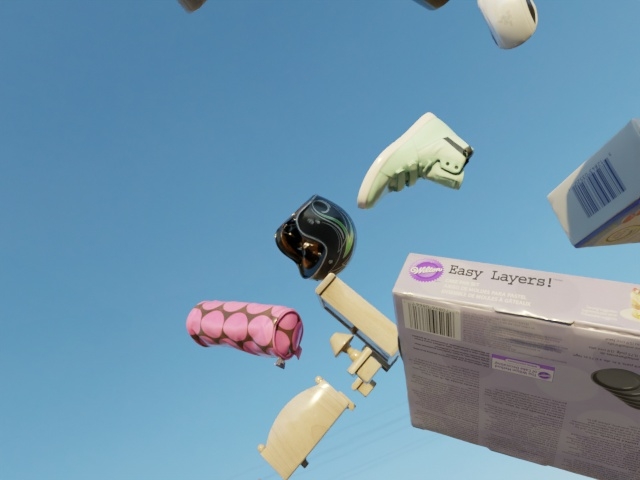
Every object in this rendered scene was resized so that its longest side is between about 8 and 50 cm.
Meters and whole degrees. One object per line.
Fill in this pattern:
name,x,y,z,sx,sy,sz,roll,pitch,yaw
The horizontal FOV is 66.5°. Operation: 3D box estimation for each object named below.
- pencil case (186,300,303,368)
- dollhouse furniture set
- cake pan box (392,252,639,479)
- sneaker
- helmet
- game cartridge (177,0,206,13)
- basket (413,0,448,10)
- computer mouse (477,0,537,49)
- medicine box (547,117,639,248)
pencil case,-0.132,0.159,0.856,0.209,0.095,0.098,3,-38,33
dollhouse furniture set,-0.028,0.257,0.851,0.355,0.173,0.303,-47,-19,-12
cake pan box,0.207,0.137,0.502,0.266,0.070,0.246,7,-49,26
sneaker,0.196,-0.130,0.972,0.256,0.151,0.094,-46,-19,-11
helmet,0.000,0.000,1.052,0.169,0.169,0.161,-41,-83,18
game cartridge,-0.156,-0.452,0.602,0.062,0.298,0.198,0,-35,36
basket,0.201,-0.627,1.072,0.226,0.154,0.204,21,-14,-30
computer mouse,0.260,-0.369,0.708,0.106,0.193,0.042,-25,-24,36
medicine box,0.704,-0.116,1.044,0.288,0.149,0.264,-4,-29,-18
